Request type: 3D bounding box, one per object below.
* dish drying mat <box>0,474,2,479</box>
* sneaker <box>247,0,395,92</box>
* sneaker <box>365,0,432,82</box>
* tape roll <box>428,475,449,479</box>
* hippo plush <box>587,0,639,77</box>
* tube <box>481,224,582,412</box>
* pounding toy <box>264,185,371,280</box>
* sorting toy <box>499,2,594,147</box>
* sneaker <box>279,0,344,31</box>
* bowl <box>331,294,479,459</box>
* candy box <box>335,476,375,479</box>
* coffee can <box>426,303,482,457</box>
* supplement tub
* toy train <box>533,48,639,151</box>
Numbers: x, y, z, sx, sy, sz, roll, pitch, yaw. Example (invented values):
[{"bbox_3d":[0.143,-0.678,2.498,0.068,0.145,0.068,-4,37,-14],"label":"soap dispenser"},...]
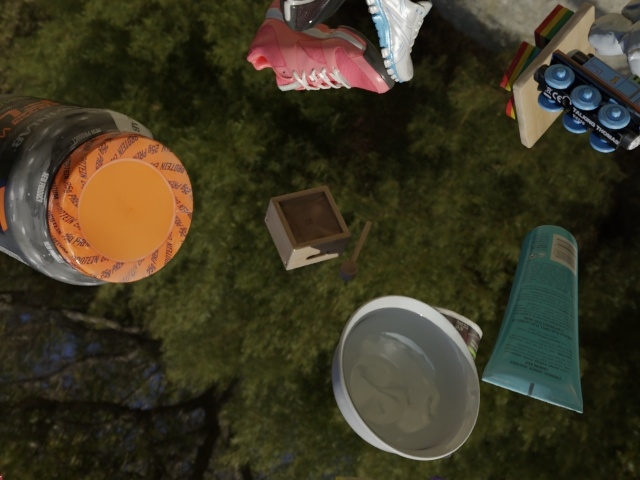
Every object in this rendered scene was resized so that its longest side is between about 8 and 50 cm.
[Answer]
[{"bbox_3d":[-0.682,0.480,1.600,0.083,0.032,0.008,19,-150,36],"label":"dish drying mat"},{"bbox_3d":[-0.005,-0.300,1.337,0.314,0.136,0.116,34,176,36],"label":"sneaker"},{"bbox_3d":[0.116,-0.298,1.065,0.190,0.083,0.071,64,-161,-49],"label":"sneaker"},{"bbox_3d":[0.212,0.518,1.358,0.080,0.189,0.189,14,-172,29],"label":"tape roll"},{"bbox_3d":[0.652,-0.315,1.410,0.236,0.234,0.294,62,-169,-23],"label":"hippo plush"},{"bbox_3d":[0.197,0.063,0.686,0.080,0.052,0.207,13,-142,12],"label":"tube"},{"bbox_3d":[0.011,0.003,1.564,0.181,0.094,0.206,-15,-115,-22],"label":"pounding toy"},{"bbox_3d":[0.518,-0.388,1.791,0.089,0.255,0.257,38,173,29],"label":"sorting toy"},{"bbox_3d":[-0.021,-0.399,0.909,0.106,0.281,0.162,-25,-117,-33],"label":"sneaker"},{"bbox_3d":[0.131,0.258,1.403,0.298,0.134,0.297,14,-120,-25],"label":"bowl"},{"bbox_3d":[0.128,0.672,2.092,0.105,0.027,0.206,21,176,34],"label":"candy box"},{"bbox_3d":[0.216,0.299,1.662,0.202,0.275,0.201,17,157,7],"label":"coffee can"},{"bbox_3d":[-0.317,-0.066,0.947,0.338,0.207,0.207,16,-177,44],"label":"supplement tub"},{"bbox_3d":[0.394,-0.204,1.105,0.184,0.105,0.080,45,162,25],"label":"toy train"}]
